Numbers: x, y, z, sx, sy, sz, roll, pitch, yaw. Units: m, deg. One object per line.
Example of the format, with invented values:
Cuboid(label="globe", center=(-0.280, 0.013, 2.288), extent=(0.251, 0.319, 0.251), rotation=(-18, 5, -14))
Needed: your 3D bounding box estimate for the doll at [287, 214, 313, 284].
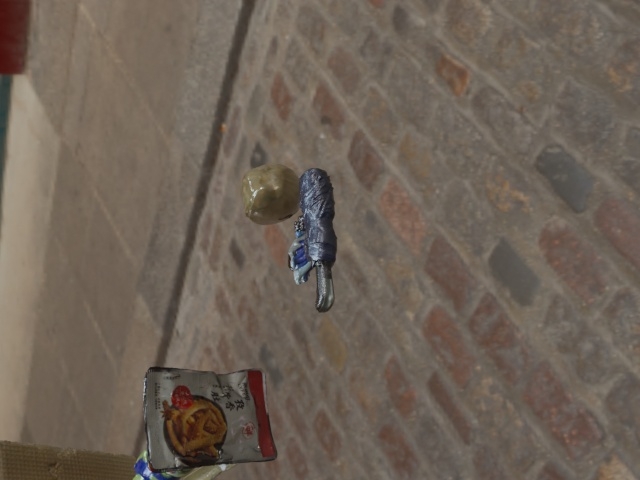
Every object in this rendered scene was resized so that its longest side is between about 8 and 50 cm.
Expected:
Cuboid(label="doll", center=(-0.045, 0.029, 2.033), extent=(0.070, 0.096, 0.195), rotation=(-13, 46, 22))

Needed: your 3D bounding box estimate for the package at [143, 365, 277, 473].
Cuboid(label="package", center=(-0.169, 0.273, 1.323), extent=(0.030, 0.239, 0.154), rotation=(-22, 69, 41))

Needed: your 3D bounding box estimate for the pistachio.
Cuboid(label="pistachio", center=(-0.100, -0.094, 1.781), extent=(0.226, 0.136, 0.135), rotation=(22, -120, -81))

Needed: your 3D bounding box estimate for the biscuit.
Cuboid(label="biscuit", center=(-0.613, 0.564, 2.037), extent=(0.078, 0.426, 0.144), rotation=(-34, 56, 25))

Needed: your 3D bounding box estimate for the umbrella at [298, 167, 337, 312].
Cuboid(label="umbrella", center=(0.005, -0.003, 1.429), extent=(0.071, 0.071, 0.248), rotation=(-39, 53, 52))

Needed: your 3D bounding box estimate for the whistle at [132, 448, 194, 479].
Cuboid(label="whistle", center=(-0.306, 0.437, 1.652), extent=(0.227, 0.105, 0.085), rotation=(-44, 24, 32))

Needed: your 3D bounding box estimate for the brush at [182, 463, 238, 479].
Cuboid(label="brush", center=(-0.233, 0.511, 1.944), extent=(0.043, 0.036, 0.248), rotation=(52, 128, 2))
